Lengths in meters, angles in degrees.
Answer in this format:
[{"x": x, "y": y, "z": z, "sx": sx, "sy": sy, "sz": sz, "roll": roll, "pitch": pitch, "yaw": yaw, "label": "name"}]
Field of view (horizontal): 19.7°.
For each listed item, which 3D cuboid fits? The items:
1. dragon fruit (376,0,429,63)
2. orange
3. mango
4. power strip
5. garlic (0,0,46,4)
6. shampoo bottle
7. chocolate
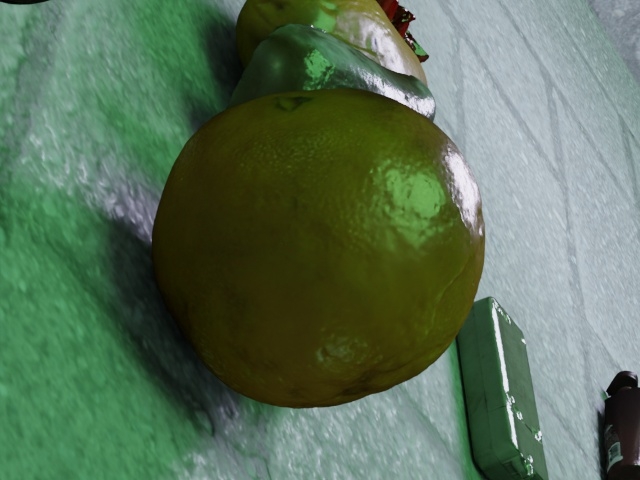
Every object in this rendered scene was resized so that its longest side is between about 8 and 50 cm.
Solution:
[{"x": 0.046, "y": -0.231, "z": 2.147, "sx": 0.192, "sy": 0.122, "sz": 0.092, "roll": 41, "pitch": 69, "yaw": -54, "label": "dragon fruit"}, {"x": 0.000, "y": 0.000, "z": 1.424, "sx": 0.261, "sy": 0.261, "sz": 0.261, "roll": 51, "pitch": 23, "yaw": -32, "label": "orange"}, {"x": 0.023, "y": -0.175, "z": 1.874, "sx": 0.359, "sy": 0.144, "sz": 0.187, "roll": 26, "pitch": 47, "yaw": -63, "label": "mango"}, {"x": 0.200, "y": 0.189, "z": 1.993, "sx": 0.093, "sy": 0.053, "sz": 0.288, "roll": 50, "pitch": 24, "yaw": -36, "label": "power strip"}, {"x": -0.244, "y": -0.250, "z": 1.289, "sx": 0.245, "sy": 0.160, "sz": 0.245, "roll": 18, "pitch": 36, "yaw": -14, "label": "garlic"}, {"x": 0.404, "y": 0.250, "z": 2.415, "sx": 0.067, "sy": 0.068, "sz": 0.236, "roll": 56, "pitch": 23, "yaw": -22, "label": "shampoo bottle"}, {"x": 0.023, "y": -0.098, "z": 1.702, "sx": 0.080, "sy": 0.157, "sz": 0.254, "roll": 29, "pitch": 6, "yaw": 37, "label": "chocolate"}]
